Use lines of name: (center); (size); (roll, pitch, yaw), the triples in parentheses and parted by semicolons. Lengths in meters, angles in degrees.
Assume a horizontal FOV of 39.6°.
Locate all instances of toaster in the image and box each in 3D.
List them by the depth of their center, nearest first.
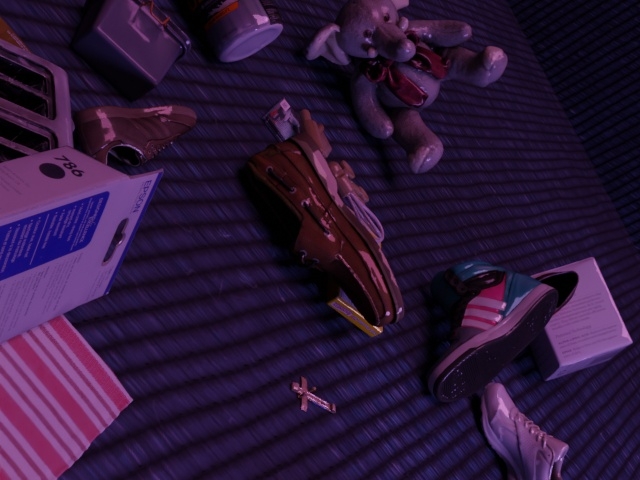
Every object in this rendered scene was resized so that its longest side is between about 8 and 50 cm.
toaster: (-0.320, -0.098, 0.831); (0.185, 0.110, 0.168); (23, 45, -47)

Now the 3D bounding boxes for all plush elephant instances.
plush elephant: (0.129, -0.339, 1.595); (0.330, 0.272, 0.255); (44, 4, 33)

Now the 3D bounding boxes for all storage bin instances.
storage bin: (-0.239, -0.248, 1.117); (0.135, 0.098, 0.091); (42, 44, -29)

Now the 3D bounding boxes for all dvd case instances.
dvd case: (-0.040, -0.164, 1.419); (0.119, 0.013, 0.087); (53, 30, -14)

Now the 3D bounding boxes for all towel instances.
towel: (-0.265, 0.141, 0.791); (0.144, 0.029, 0.197); (53, 30, -6)

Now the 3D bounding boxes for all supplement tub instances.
supplement tub: (-0.147, -0.376, 1.337); (0.190, 0.117, 0.117); (61, 29, 3)

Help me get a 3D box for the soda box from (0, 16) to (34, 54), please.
soda box: (-0.385, -0.235, 0.904); (0.181, 0.058, 0.061); (49, 31, -17)

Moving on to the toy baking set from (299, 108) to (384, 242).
toy baking set: (0.036, -0.095, 1.396); (0.197, 0.030, 0.256); (45, 21, -33)

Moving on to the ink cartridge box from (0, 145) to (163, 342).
ink cartridge box: (-0.276, 0.021, 0.716); (0.065, 0.165, 0.332); (38, 29, 15)

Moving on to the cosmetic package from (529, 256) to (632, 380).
cosmetic package: (0.489, 0.157, 1.753); (0.151, 0.151, 0.184); (87, -15, -69)

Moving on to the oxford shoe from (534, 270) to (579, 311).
oxford shoe: (0.356, 0.125, 1.593); (0.271, 0.098, 0.097); (-32, 78, -29)

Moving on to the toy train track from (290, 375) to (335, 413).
toy train track: (-0.006, 0.202, 1.145); (0.083, 0.014, 0.048); (36, 37, -36)

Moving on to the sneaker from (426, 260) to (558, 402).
sneaker: (0.238, 0.132, 1.483); (0.295, 0.178, 0.124); (-33, 136, -29)

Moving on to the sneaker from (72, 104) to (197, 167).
sneaker: (-0.219, -0.123, 1.074); (0.188, 0.066, 0.071); (-12, 91, -54)

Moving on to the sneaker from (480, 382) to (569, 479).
sneaker: (0.348, 0.334, 1.467); (0.090, 0.115, 0.232); (-5, 68, -58)

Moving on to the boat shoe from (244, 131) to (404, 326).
boat shoe: (0.000, 0.000, 1.250); (0.104, 0.111, 0.307); (-27, 77, -23)

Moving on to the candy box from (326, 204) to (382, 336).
candy box: (0.054, 0.040, 1.366); (0.105, 0.027, 0.206); (37, 36, -29)
